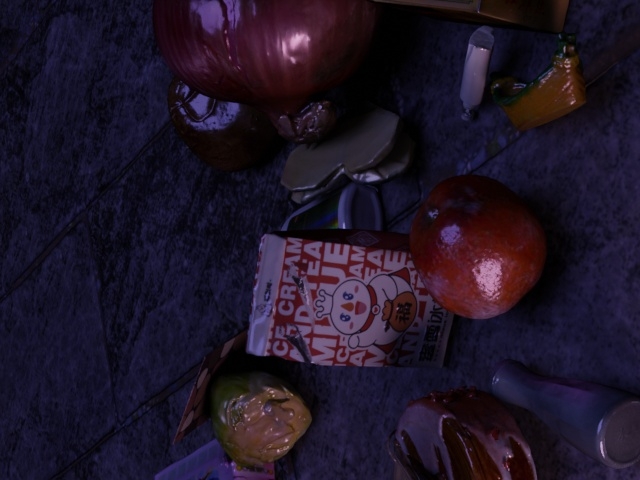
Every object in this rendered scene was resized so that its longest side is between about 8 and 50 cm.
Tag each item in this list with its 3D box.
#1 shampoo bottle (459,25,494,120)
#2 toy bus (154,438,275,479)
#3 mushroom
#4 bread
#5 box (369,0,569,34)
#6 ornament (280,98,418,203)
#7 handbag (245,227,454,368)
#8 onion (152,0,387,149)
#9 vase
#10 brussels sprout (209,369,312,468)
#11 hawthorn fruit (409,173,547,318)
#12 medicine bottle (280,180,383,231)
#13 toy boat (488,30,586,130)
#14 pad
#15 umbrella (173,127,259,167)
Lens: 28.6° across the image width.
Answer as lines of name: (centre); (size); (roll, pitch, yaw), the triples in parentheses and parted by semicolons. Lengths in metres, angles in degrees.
shampoo bottle: (0.200, -0.209, 1.630); (0.141, 0.034, 0.049); (95, -175, -48)
toy bus: (-0.180, 0.396, 2.039); (0.274, 0.090, 0.112); (-35, 52, 44)
mushroom: (-0.161, -0.215, 2.049); (0.231, 0.138, 0.194); (4, 81, 40)
bread: (0.169, 0.290, 1.543); (0.224, 0.142, 0.212); (52, 144, 42)
box: (0.179, -0.317, 1.609); (0.240, 0.159, 0.071); (21, 103, 51)
ornament: (0.044, -0.140, 1.809); (0.201, 0.059, 0.180); (-14, 42, 32)
handbag: (0.029, 0.067, 1.634); (0.151, 0.298, 0.171); (23, 103, 52)
onion: (-0.060, -0.336, 1.785); (0.354, 0.354, 0.353); (-11, 77, 52)
vase: (0.284, 0.192, 1.469); (0.214, 0.086, 0.086); (20, 101, 57)
brussels sprout: (-0.100, 0.255, 1.904); (0.122, 0.149, 0.151); (51, 135, 44)
hawthorn fruit: (0.190, 0.004, 1.536); (0.173, 0.173, 0.172); (-11, 77, 52)
medicine bottle: (0.000, 0.000, 1.864); (0.219, 0.078, 0.115); (-27, 56, 48)
toy boat: (0.262, -0.188, 1.529); (0.229, 0.089, 0.088); (154, 99, -74)
pad: (-0.150, 0.211, 1.937); (0.003, 0.235, 0.158); (26, 110, 15)
umbrella: (-0.188, -0.155, 2.171); (0.269, 0.044, 0.044); (30, 153, 50)
